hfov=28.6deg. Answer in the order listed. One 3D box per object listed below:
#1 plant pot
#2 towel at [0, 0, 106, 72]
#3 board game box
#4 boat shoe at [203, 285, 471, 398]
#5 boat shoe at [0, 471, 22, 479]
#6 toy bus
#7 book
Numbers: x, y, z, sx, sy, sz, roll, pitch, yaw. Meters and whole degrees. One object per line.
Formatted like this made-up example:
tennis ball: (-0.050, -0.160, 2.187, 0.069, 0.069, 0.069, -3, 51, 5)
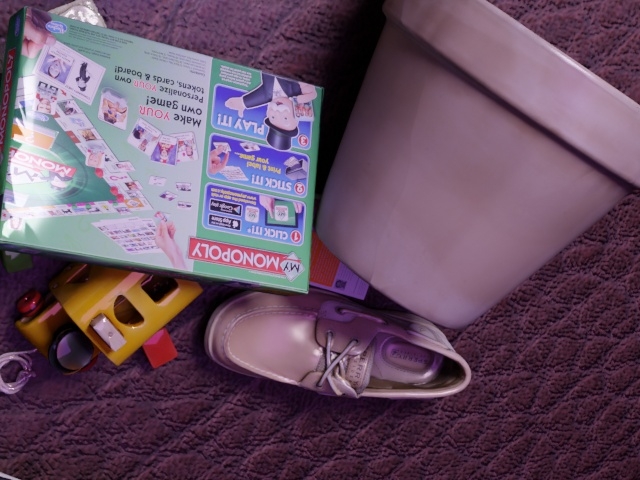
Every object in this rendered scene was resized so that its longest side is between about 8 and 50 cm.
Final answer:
plant pot: (0.145, -0.077, 1.248, 0.323, 0.323, 0.280, 27, 105, -29)
towel: (-0.234, -0.147, 1.194, 0.110, 0.027, 0.148, -31, 117, -12)
board game box: (-0.146, -0.074, 1.178, 0.317, 0.046, 0.214, 12, 78, -32)
boat shoe: (0.024, 0.119, 1.359, 0.302, 0.098, 0.109, 11, 101, -27)
boat shoe: (-0.232, 0.340, 1.283, 0.500, 0.156, 0.187, 21, 95, -30)
toy bus: (-0.214, 0.071, 1.230, 0.191, 0.104, 0.202, 1, 106, -25)
book: (0.000, 0.000, 1.349, 0.144, 0.035, 0.096, 18, 95, -29)
